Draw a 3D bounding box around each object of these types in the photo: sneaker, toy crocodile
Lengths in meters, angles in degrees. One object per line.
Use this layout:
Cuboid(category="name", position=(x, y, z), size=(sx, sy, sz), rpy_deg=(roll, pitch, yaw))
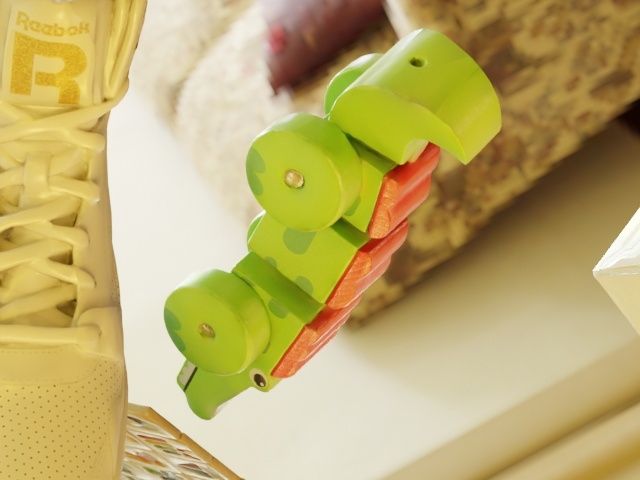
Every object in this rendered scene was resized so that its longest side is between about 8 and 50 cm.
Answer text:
Cuboid(category="sneaker", position=(-0.124, -0.022, 0.792), size=(0.169, 0.108, 0.292), rpy_deg=(111, 156, -54))
Cuboid(category="toy crocodile", position=(0.000, 0.000, 1.175), size=(0.105, 0.115, 0.340), rpy_deg=(40, 133, 9))

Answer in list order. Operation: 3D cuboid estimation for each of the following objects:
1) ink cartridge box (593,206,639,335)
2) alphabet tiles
Cuboid(category="ink cartridge box", position=(0.350, 0.043, 1.410), size=(0.232, 0.171, 0.168), rpy_deg=(51, 149, -20))
Cuboid(category="alphabet tiles", position=(-0.132, 0.129, 1.214), size=(0.198, 0.009, 0.237), rpy_deg=(9, 159, 29))
